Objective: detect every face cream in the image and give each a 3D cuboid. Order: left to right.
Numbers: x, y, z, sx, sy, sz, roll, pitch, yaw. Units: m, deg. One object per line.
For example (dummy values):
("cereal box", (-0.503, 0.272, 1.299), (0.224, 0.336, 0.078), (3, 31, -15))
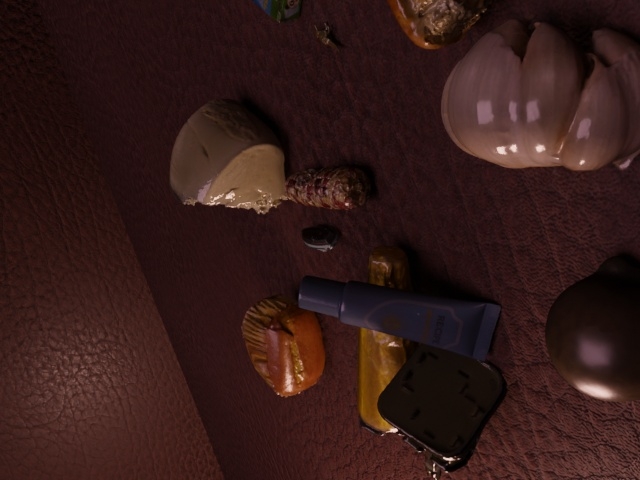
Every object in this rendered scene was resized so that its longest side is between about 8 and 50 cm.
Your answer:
("face cream", (0.146, 0.141, 1.165), (0.385, 0.086, 0.136), (12, 120, 11))

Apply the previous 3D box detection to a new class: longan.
("longan", (0.415, 0.122, 0.832), (0.184, 0.159, 0.205), (-3, 71, 42))

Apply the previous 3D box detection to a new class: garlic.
("garlic", (0.277, -0.194, 0.775), (0.281, 0.184, 0.203), (17, 110, 53))

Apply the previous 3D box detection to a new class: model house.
("model house", (0.264, 0.383, 1.256), (0.204, 0.218, 0.279), (29, 153, 34))

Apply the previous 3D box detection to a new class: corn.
("corn", (0.005, -0.122, 1.345), (0.289, 0.098, 0.098), (12, 122, 57))

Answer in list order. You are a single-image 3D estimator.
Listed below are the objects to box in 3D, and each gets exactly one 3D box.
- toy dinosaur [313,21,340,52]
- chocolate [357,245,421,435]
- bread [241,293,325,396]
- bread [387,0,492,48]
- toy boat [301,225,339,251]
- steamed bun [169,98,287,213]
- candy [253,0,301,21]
("toy dinosaur", (0.014, -0.407, 1.177), (0.113, 0.026, 0.041), (47, 154, 43))
("chocolate", (0.150, 0.225, 1.309), (0.162, 0.162, 0.446), (29, 133, 45))
("bread", (-0.097, 0.305, 1.712), (0.156, 0.204, 0.288), (23, 126, 55))
("bread", (0.147, -0.397, 0.834), (0.121, 0.174, 0.246), (-19, 104, 55))
("toy boat", (0.000, 0.000, 1.483), (0.140, 0.059, 0.066), (11, 148, 53))
("steamed bun", (-0.256, -0.197, 1.525), (0.290, 0.272, 0.274), (35, 139, 34))
("candy", (-0.116, -0.551, 1.240), (0.194, 0.062, 0.097), (48, 145, 27))
